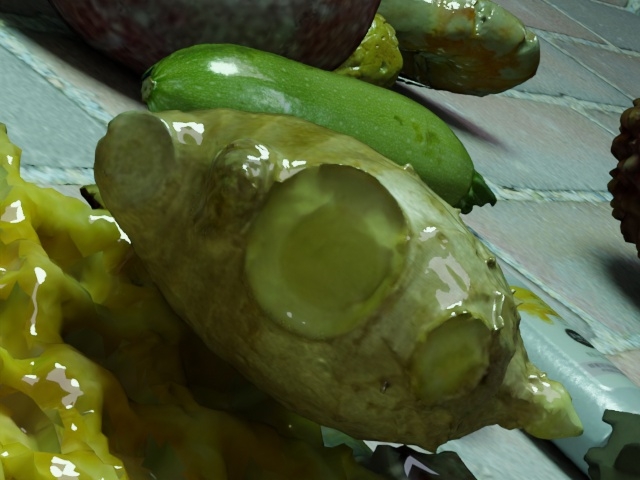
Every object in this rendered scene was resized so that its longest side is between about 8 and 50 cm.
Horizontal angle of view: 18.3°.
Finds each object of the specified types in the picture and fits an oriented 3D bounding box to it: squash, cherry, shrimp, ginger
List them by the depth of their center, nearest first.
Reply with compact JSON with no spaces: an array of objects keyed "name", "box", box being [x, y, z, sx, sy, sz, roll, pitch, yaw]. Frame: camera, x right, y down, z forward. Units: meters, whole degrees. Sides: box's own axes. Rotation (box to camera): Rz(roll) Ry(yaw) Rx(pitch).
[{"name":"ginger","box":[0.008,0.018,0.768,0.216,0.102,0.157,35,-6,7]},{"name":"squash","box":[0.021,-0.068,1.367,0.341,0.094,0.094,17,21,-42]},{"name":"cherry","box":[-0.082,-0.208,1.394,0.300,0.203,0.230,7,35,-32]},{"name":"shrimp","box":[0.052,-0.191,1.770,0.294,0.062,0.154,19,-26,0]}]

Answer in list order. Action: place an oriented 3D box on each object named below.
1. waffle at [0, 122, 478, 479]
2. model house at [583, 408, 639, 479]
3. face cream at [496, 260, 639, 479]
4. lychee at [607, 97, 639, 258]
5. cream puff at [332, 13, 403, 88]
[{"name":"waffle","box":[-0.104,0.079,0.708,0.382,0.095,0.379,37,17,11]},{"name":"model house","box":[0.264,0.149,1.040,0.243,0.211,0.204,8,-39,26]},{"name":"face cream","box":[0.130,0.069,1.203,0.084,0.057,0.198,15,23,-44]},{"name":"lychee","box":[0.391,-0.036,1.564,0.330,0.306,0.306,24,17,-36]},{"name":"cream puff","box":[0.031,-0.160,1.692,0.058,0.083,0.083,14,42,45]}]
